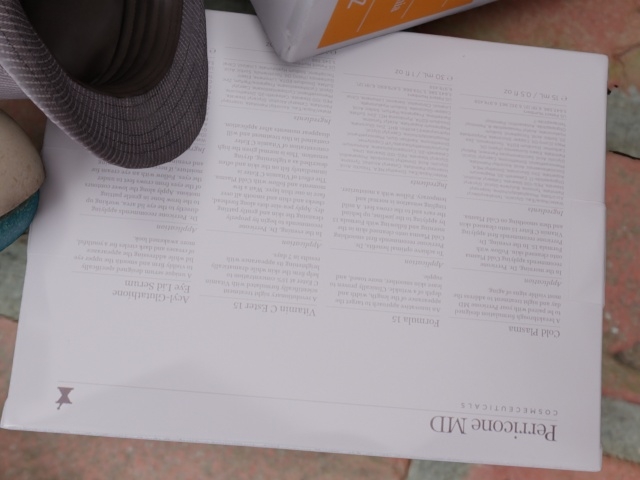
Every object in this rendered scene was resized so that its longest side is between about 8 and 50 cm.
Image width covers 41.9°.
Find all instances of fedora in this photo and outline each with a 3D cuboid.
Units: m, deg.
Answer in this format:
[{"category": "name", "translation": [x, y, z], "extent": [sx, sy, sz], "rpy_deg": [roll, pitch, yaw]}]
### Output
[{"category": "fedora", "translation": [-0.163, -0.168, 0.436], "extent": [0.124, 0.243, 0.275], "rpy_deg": [-4, 107, 17]}]

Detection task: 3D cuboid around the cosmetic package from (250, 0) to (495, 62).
[{"category": "cosmetic package", "translation": [0.165, -0.289, 0.526], "extent": [0.453, 0.230, 0.161], "rpy_deg": [-22, 78, -21]}]

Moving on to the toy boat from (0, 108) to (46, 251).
[{"category": "toy boat", "translation": [-0.332, 0.007, 0.473], "extent": [0.318, 0.268, 0.148], "rpy_deg": [-35, 129, -41]}]

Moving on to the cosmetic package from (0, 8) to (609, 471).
[{"category": "cosmetic package", "translation": [0.000, 0.000, 0.579], "extent": [0.378, 0.097, 0.284], "rpy_deg": [6, 78, -4]}]
